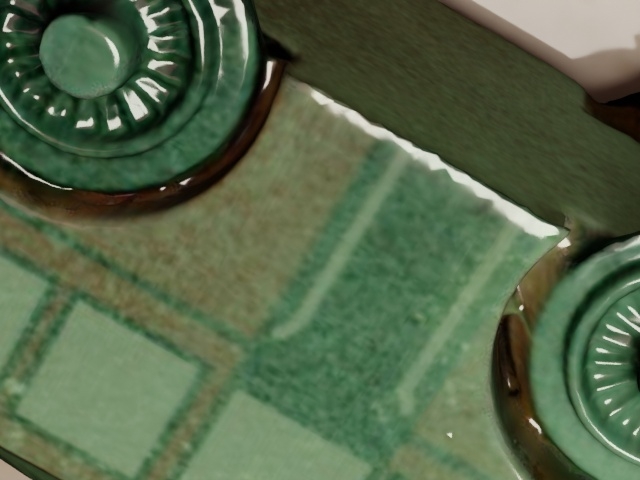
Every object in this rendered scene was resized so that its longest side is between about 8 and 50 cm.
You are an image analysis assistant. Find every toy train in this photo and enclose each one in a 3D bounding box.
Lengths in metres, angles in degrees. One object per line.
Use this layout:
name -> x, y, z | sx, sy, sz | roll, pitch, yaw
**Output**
toy train -> 0.000, 0.000, 0.479 | 0.326, 0.129, 0.159 | 30, 111, -5
